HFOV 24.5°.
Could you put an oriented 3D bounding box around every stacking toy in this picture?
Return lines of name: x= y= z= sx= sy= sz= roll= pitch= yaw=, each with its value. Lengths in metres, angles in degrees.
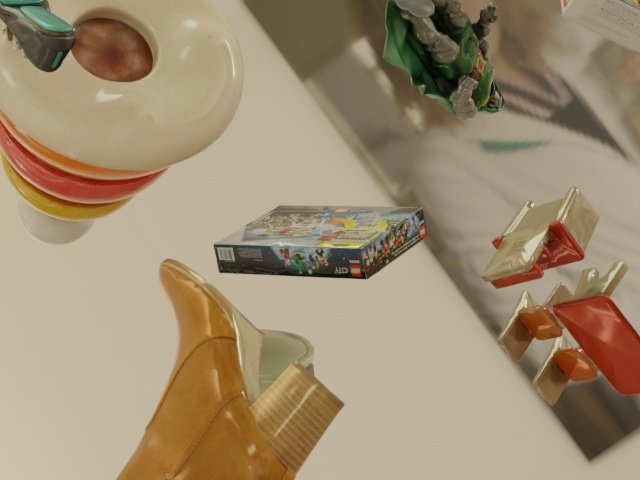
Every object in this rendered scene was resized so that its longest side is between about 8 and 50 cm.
stacking toy: x=-0.334 y=-0.146 z=2.016 sx=0.350 sy=0.350 sz=0.480 roll=-34 pitch=-12 yaw=-35

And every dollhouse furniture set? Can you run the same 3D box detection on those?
dollhouse furniture set: x=0.301 y=0.081 z=1.655 sx=0.262 sy=0.259 sz=0.135 roll=-18 pitch=29 yaw=48

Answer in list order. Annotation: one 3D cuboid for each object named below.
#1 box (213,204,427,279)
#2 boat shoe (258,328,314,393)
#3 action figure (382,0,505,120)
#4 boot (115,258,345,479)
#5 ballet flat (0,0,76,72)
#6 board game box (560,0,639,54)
box: x=0.000 y=0.000 z=1.927 sx=0.233 sy=0.044 sz=0.159 roll=2 pitch=20 yaw=34
boat shoe: x=-0.061 y=0.200 z=1.798 sx=0.127 sy=0.113 sz=0.340 roll=0 pitch=14 yaw=-11
action figure: x=0.118 y=-0.169 z=1.292 sx=0.232 sy=0.063 sz=0.137 roll=44 pitch=-120 yaw=-60
boot: x=-0.129 y=0.156 z=1.352 sx=0.211 sy=0.295 sz=0.104 roll=-47 pitch=-45 yaw=-5
ballet flat: x=-0.346 y=-0.254 z=1.724 sx=0.074 sy=0.203 sz=0.074 roll=-18 pitch=-51 yaw=-24
board game box: x=0.363 y=-0.320 z=1.713 sx=0.053 sy=0.193 sz=0.305 roll=-54 pitch=20 yaw=37
